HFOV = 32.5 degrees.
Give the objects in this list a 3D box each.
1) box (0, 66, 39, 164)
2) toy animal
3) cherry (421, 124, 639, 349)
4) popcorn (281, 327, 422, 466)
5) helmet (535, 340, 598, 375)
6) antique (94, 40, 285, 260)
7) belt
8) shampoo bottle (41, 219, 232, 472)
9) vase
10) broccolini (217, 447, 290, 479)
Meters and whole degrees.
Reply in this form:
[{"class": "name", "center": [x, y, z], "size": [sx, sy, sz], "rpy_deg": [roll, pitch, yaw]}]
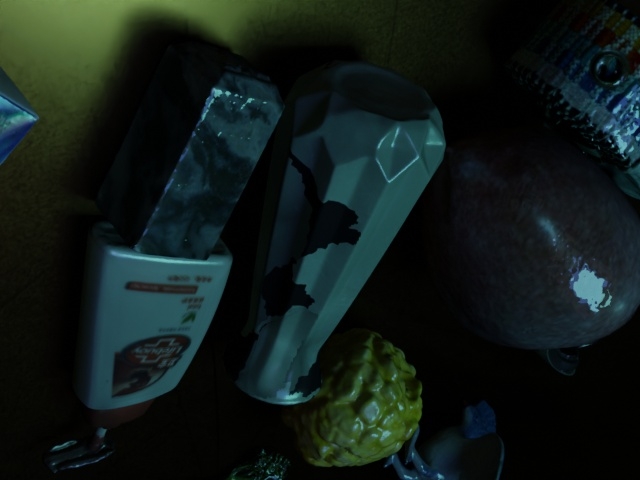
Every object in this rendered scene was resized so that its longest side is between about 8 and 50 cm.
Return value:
[{"class": "box", "center": [-0.369, -0.053, 0.761], "size": [0.274, 0.116, 0.203], "rpy_deg": [-48, 140, 4]}, {"class": "toy animal", "center": [0.178, 0.321, 1.539], "size": [0.176, 0.239, 0.255], "rpy_deg": [28, 60, -23]}, {"class": "cherry", "center": [0.227, -0.003, 1.226], "size": [0.221, 0.261, 0.307], "rpy_deg": [-51, 119, -24]}, {"class": "popcorn", "center": [0.036, 0.186, 1.290], "size": [0.180, 0.180, 0.170], "rpy_deg": [-25, 135, -23]}, {"class": "helmet", "center": [0.333, 0.084, 1.509], "size": [0.177, 0.107, 0.153], "rpy_deg": [-46, 142, -30]}, {"class": "antique", "center": [-0.115, -0.082, 0.981], "size": [0.088, 0.086, 0.183], "rpy_deg": [10, 117, -46]}, {"class": "belt", "center": [0.327, -0.157, 1.209], "size": [0.150, 0.207, 0.257], "rpy_deg": [-48, 133, 7]}, {"class": "shampoo bottle", "center": [-0.195, 0.114, 1.094], "size": [0.153, 0.071, 0.284], "rpy_deg": [1, 121, -40]}, {"class": "vase", "center": [0.000, 0.000, 1.114], "size": [0.165, 0.165, 0.360], "rpy_deg": [-8, 133, -37]}, {"class": "broccolini", "center": [-0.141, 0.311, 1.331], "size": [0.254, 0.057, 0.071], "rpy_deg": [-11, 87, -39]}]
